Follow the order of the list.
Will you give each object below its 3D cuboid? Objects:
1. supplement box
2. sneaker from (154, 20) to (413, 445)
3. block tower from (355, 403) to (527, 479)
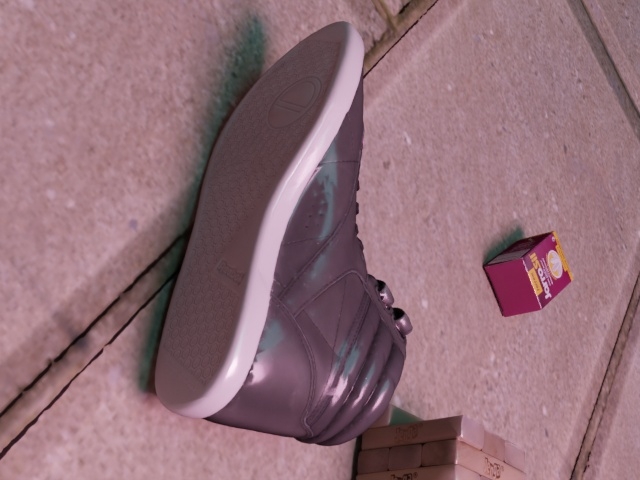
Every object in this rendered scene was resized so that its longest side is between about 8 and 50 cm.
[{"bbox_3d":[0.200,0.031,0.850,0.083,0.043,0.055,-30,100,-49],"label":"supplement box"},{"bbox_3d":[0.000,0.000,0.598,0.147,0.105,0.295,37,57,-36],"label":"sneaker"},{"bbox_3d":[0.068,0.275,0.573,0.091,0.097,0.335,33,52,-37],"label":"block tower"}]
